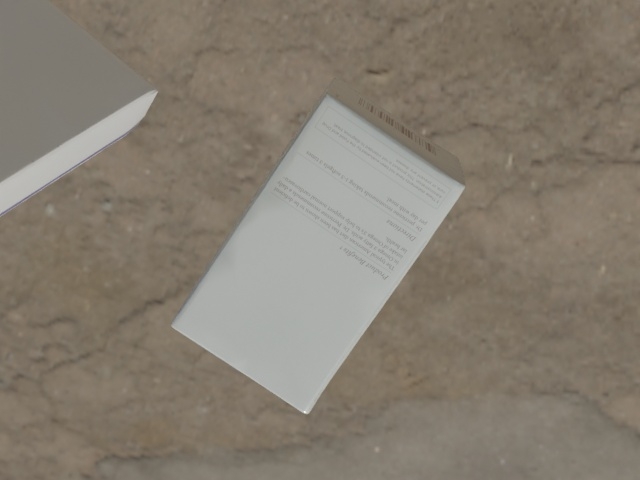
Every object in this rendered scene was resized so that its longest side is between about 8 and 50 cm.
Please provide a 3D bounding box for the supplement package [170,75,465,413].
[{"bbox_3d":[0.000,0.000,0.777,0.105,0.105,0.179,34,103,-5],"label":"supplement package"}]

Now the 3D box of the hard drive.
[{"bbox_3d":[-0.268,-0.136,0.643,0.318,0.210,0.040,40,127,4],"label":"hard drive"}]
